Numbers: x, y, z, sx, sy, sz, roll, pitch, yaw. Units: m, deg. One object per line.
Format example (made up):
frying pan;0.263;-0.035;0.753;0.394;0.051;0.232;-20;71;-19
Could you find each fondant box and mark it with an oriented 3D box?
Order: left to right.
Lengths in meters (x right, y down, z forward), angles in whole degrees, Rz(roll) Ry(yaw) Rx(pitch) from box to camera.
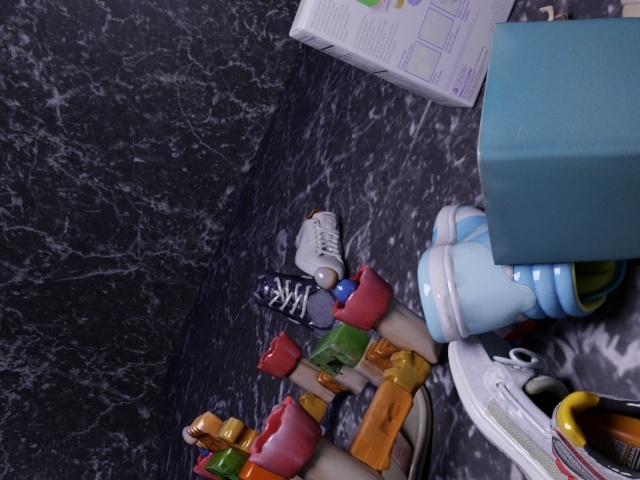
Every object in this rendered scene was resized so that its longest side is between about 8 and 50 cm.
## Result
fondant box;0.146;-0.393;0.941;0.238;0.330;0.096;-69;21;7

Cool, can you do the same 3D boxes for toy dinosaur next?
toy dinosaur;0.329;-0.279;0.802;0.183;0.053;0.092;-171;82;-77

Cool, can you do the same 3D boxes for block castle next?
block castle;-0.043;0.242;0.867;0.303;0.213;0.453;-57;6;-31

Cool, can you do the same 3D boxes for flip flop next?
flip flop;0.098;0.314;0.836;0.112;0.080;0.277;-41;30;54

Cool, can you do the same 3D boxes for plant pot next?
plant pot;0.271;-0.083;0.488;0.234;0.165;0.165;2;57;24

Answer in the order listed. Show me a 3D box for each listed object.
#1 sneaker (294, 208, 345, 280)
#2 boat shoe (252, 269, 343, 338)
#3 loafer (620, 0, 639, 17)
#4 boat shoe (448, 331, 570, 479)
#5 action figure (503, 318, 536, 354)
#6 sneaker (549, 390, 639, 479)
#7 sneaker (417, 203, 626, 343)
sneaker;0.000;0.000;1.317;0.290;0.106;0.123;-121;49;-65
boat shoe;-0.046;0.139;1.248;0.340;0.158;0.127;0;73;69
loafer;0.390;-0.194;0.499;0.268;0.102;0.092;-134;30;-61
boat shoe;0.238;0.188;0.556;0.103;0.118;0.320;-56;29;18
action figure;0.238;0.130;0.700;0.030;0.038;0.115;38;111;51
sneaker;0.274;0.167;0.397;0.225;0.092;0.088;6;54;36
sneaker;0.245;0.019;0.686;0.319;0.208;0.127;-50;-55;-63
